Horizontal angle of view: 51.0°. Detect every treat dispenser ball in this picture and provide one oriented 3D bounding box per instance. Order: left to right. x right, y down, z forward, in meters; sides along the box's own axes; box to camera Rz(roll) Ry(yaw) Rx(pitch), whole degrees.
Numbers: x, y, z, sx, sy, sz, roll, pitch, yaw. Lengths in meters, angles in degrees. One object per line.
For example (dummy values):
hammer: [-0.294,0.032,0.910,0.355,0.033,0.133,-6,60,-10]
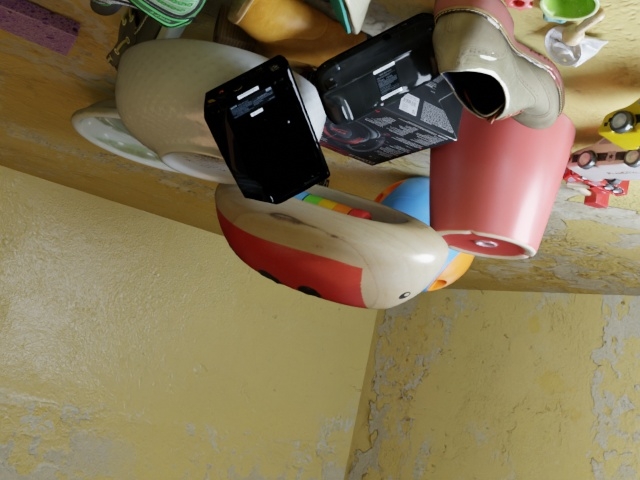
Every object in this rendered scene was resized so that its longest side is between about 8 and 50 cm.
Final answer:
treat dispenser ball: [0.249,-0.015,1.681,0.289,0.287,0.288,12,170,2]

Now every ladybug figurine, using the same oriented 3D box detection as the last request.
ladybug figurine: [0.000,0.000,1.203,0.450,0.161,0.305,20,-164,23]

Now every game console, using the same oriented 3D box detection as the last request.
game console: [0.023,-0.196,0.969,0.044,0.362,0.213,57,173,42]

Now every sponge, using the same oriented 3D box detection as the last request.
sponge: [-0.556,-0.408,1.229,0.210,0.031,0.117,18,168,-29]

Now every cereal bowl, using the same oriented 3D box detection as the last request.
cereal bowl: [-0.168,-0.180,1.084,0.339,0.141,0.339,11,169,2]

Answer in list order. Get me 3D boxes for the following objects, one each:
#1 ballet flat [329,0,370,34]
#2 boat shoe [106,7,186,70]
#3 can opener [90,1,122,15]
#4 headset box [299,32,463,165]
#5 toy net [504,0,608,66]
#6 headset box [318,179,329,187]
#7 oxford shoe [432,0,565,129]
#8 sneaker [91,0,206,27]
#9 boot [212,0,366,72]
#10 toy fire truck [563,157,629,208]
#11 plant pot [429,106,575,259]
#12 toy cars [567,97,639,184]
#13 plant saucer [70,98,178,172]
ballet flat: [0.028,-0.340,0.807,0.086,0.086,0.248,8,167,22]
boat shoe: [-0.285,-0.336,1.094,0.091,0.109,0.305,41,154,-13]
can opener: [-0.220,-0.363,0.905,0.284,0.095,0.076,2,166,44]
headset box: [0.078,-0.234,1.202,0.218,0.110,0.293,18,168,-25]
toy net: [0.308,-0.279,0.879,0.122,0.045,0.232,6,168,28]
headset box: [-0.025,-0.163,1.912,0.083,0.032,0.062,16,168,-16]
oxford shoe: [0.259,-0.224,0.992,0.123,0.130,0.348,2,165,43]
sneaker: [-0.292,-0.349,0.781,0.344,0.134,0.146,25,145,-9]
boot: [-0.028,-0.319,0.960,0.212,0.104,0.295,10,175,-17]
toy fire truck: [0.566,-0.122,1.410,0.192,0.047,0.135,17,170,-22]
plant pot: [0.321,-0.104,1.252,0.275,0.243,0.275,11,169,2]
toy cars: [0.535,-0.172,1.101,0.177,0.087,0.393,15,173,9]
plant saucer: [-0.383,-0.262,1.613,0.401,0.100,0.400,13,170,2]
